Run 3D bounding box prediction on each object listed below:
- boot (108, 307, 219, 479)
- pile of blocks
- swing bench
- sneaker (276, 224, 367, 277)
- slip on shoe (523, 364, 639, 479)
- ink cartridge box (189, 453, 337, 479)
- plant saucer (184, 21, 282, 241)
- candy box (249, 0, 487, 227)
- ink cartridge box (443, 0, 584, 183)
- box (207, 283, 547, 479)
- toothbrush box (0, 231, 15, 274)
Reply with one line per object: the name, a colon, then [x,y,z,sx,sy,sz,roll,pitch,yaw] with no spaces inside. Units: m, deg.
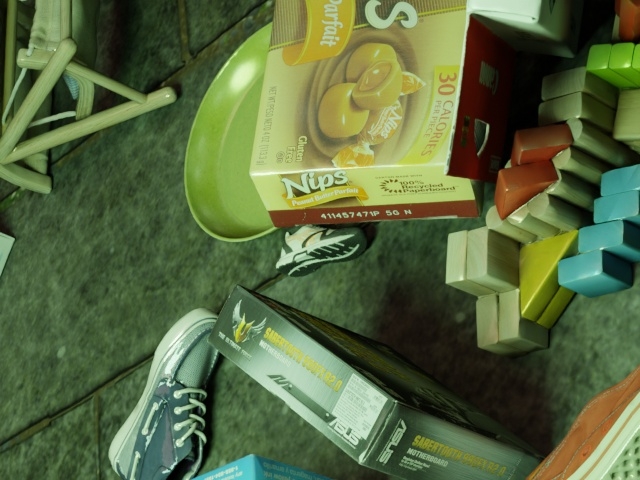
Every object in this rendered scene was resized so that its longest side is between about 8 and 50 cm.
boot: [-0.128,0.163,1.576,0.086,0.069,0.190,41,110,42]
pile of blocks: [0.213,-0.068,1.264,0.149,0.112,0.362,36,101,47]
swing bench: [-0.302,-0.232,1.886,0.254,0.165,0.253,-30,51,36]
sneaker: [0.000,0.000,1.529,0.109,0.040,0.044,-17,57,42]
slip on shoe: [0.194,0.191,1.178,0.331,0.123,0.101,-52,9,23]
ink cartridge box: [-0.049,0.319,1.317,0.171,0.168,0.233,-27,53,36]
plant saucer: [-0.041,-0.107,1.633,0.241,0.037,0.241,-25,53,39]
candy box: [0.054,-0.167,1.432,0.183,0.087,0.316,-2,57,14]
ink cartridge box: [0.158,-0.162,1.277,0.060,0.275,0.239,7,92,14]
box: [0.043,0.124,1.305,0.231,0.183,0.056,33,98,51]
toothbrush box: [-0.527,0.055,2.017,0.295,0.126,0.216,10,78,50]
